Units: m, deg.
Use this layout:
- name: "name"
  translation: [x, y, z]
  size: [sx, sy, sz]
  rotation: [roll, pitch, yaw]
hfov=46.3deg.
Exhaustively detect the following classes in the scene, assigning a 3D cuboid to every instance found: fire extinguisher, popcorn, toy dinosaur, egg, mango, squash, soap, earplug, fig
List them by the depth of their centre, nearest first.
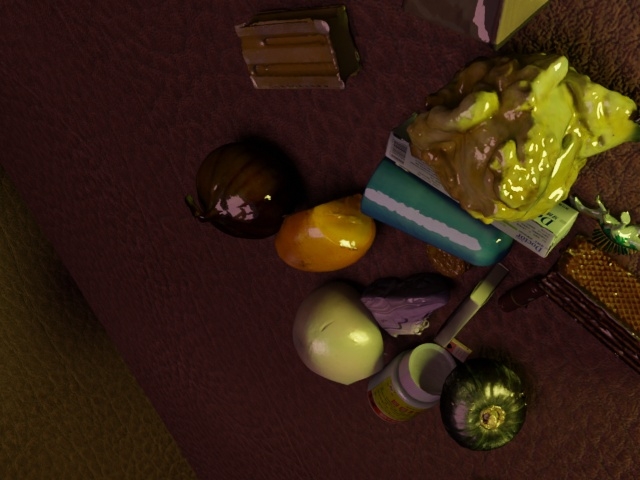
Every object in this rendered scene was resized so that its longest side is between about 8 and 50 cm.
- name: "popcorn"
  translation: [0.273, -0.155, 1.092]
  size: [0.237, 0.293, 0.293]
  rotation: [53, 150, 27]
- name: "toy dinosaur"
  translation: [0.479, -0.006, 1.196]
  size: [0.187, 0.044, 0.106]
  rotation: [44, 153, -8]
- name: "earplug"
  translation: [0.221, -0.046, 1.362]
  size: [0.273, 0.132, 0.132]
  rotation: [30, 141, 19]
- name: "soap"
  translation: [-0.042, -0.353, 1.383]
  size: [0.233, 0.076, 0.135]
  rotation: [10, 130, 40]
- name: "fire extinguisher"
  translation: [0.385, 0.099, 1.395]
  size: [0.056, 0.039, 0.132]
  rotation: [20, 149, -18]
- name: "squash"
  translation: [0.336, 0.340, 1.561]
  size: [0.156, 0.193, 0.193]
  rotation: [-124, 16, -54]
- name: "mango"
  translation: [0.000, 0.000, 1.601]
  size: [0.257, 0.187, 0.138]
  rotation: [138, 127, -63]
- name: "fig"
  translation: [-0.171, -0.099, 1.668]
  size: [0.235, 0.214, 0.235]
  rotation: [10, 140, 8]
- name: "egg"
  translation: [0.011, 0.213, 1.750]
  size: [0.271, 0.162, 0.206]
  rotation: [31, 132, 47]

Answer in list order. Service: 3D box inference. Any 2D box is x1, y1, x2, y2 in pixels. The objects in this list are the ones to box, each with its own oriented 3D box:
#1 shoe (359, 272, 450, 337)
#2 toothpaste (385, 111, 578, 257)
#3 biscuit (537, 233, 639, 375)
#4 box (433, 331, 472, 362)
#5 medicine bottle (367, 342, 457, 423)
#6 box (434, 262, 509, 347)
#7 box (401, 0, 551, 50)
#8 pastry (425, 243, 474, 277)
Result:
- name: "shoe"
  translation: [0.196, 0.149, 1.607]
  size: [0.245, 0.095, 0.137]
  rotation: [-10, 120, 55]
- name: "toothpaste"
  translation: [0.266, -0.099, 1.277]
  size: [0.336, 0.081, 0.067]
  rotation: [36, 145, 22]
- name: "biscuit"
  translation: [0.534, 0.151, 1.226]
  size: [0.388, 0.107, 0.073]
  rotation: [42, 148, 9]
- name: "box"
  translation: [0.290, 0.231, 1.648]
  size: [0.083, 0.012, 0.046]
  rotation: [37, 145, 16]
- name: "medicine bottle"
  translation: [0.208, 0.328, 1.716]
  size: [0.139, 0.139, 0.225]
  rotation: [44, 146, 5]
- name: "box"
  translation: [0.291, 0.126, 1.455]
  size: [0.036, 0.115, 0.177]
  rotation: [39, 144, 10]
- name: "box"
  translation: [0.220, -0.412, 0.950]
  size: [0.153, 0.188, 0.252]
  rotation: [29, 143, 25]
- name: "pastry"
  translation: [0.253, 0.025, 1.449]
  size: [0.097, 0.057, 0.109]
  rotation: [20, 136, 36]
